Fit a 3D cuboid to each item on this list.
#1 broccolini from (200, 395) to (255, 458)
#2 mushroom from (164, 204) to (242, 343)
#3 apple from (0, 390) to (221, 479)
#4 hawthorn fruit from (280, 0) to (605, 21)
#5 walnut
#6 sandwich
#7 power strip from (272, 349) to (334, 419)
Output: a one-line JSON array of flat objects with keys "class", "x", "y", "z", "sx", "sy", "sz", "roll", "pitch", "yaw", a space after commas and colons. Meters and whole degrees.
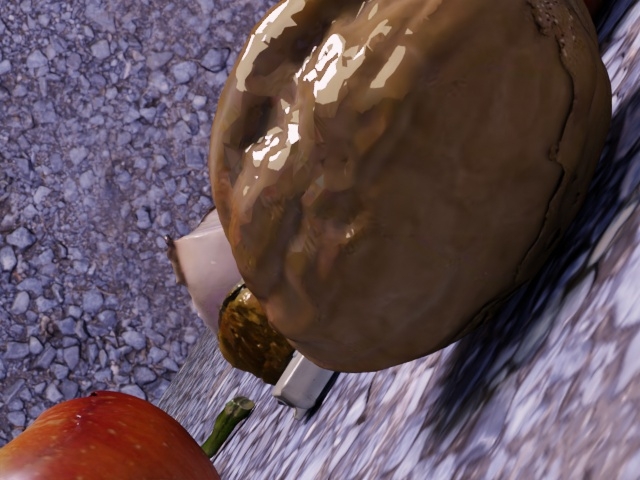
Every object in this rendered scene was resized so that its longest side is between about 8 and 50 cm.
[{"class": "broccolini", "x": -0.150, "y": 0.246, "z": 1.640, "sx": 0.254, "sy": 0.057, "sz": 0.071, "roll": -58, "pitch": 37, "yaw": 37}, {"class": "mushroom", "x": -0.036, "y": 0.025, "z": 1.619, "sx": 0.173, "sy": 0.162, "sz": 0.236, "roll": -10, "pitch": 14, "yaw": 17}, {"class": "apple", "x": -0.174, "y": 0.234, "z": 1.056, "sx": 0.251, "sy": 0.206, "sz": 0.272, "roll": -48, "pitch": 2, "yaw": -27}, {"class": "hawthorn fruit", "x": 0.092, "y": -0.217, "z": 1.066, "sx": 0.284, "sy": 0.284, "sz": 0.284, "roll": -57, "pitch": 5, "yaw": 7}, {"class": "walnut", "x": 0.044, "y": -0.052, "z": 0.762, "sx": 0.245, "sy": 0.198, "sz": 0.198, "roll": -59, "pitch": 4, "yaw": 20}, {"class": "sandwich", "x": -0.001, "y": 0.000, "z": 1.346, "sx": 0.251, "sy": 0.087, "sz": 0.226, "roll": -57, "pitch": -8, "yaw": -20}, {"class": "power strip", "x": 0.021, "y": 0.059, "z": 1.207, "sx": 0.192, "sy": 0.035, "sz": 0.081, "roll": -57, "pitch": 4, "yaw": -9}]
